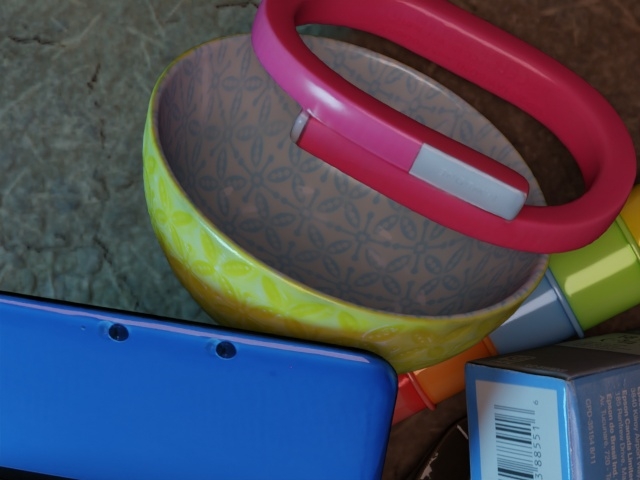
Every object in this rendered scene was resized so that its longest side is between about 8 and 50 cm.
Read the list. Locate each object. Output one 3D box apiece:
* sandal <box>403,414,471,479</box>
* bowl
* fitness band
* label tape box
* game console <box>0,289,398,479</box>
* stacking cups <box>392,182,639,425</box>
[{"bbox_3d":[0.067,0.223,1.051,0.090,0.060,0.219,40,81,-6],"label":"sandal"},{"bbox_3d":[0.000,0.000,0.962,0.289,0.289,0.156,27,129,1],"label":"bowl"},{"bbox_3d":[0.086,-0.096,0.956,0.290,0.209,0.054,29,126,2],"label":"fitness band"},{"bbox_3d":[0.262,0.187,0.988,0.333,0.106,0.241,-6,94,-37],"label":"label tape box"},{"bbox_3d":[-0.097,0.111,0.945,0.293,0.250,0.173,10,99,2],"label":"game console"},{"bbox_3d":[0.149,0.048,1.024,0.316,0.096,0.096,-28,92,10],"label":"stacking cups"}]
